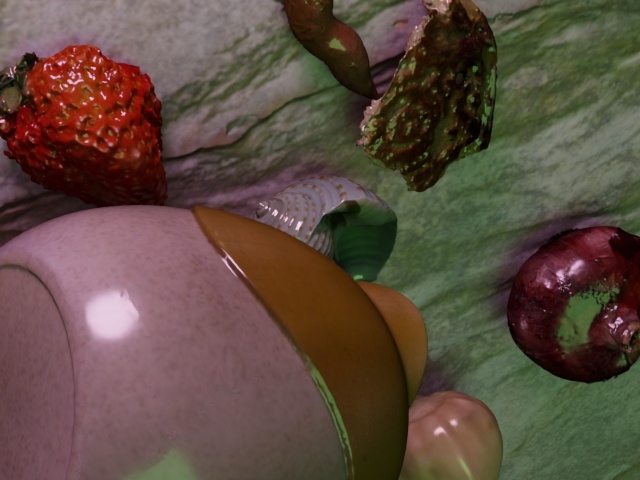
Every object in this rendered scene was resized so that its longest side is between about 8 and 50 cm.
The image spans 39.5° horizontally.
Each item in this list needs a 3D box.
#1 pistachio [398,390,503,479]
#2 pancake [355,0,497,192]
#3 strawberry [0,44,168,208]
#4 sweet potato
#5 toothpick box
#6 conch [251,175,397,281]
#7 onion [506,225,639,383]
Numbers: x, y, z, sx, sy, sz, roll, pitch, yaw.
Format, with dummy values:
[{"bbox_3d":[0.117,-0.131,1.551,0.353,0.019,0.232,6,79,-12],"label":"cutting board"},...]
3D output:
[{"bbox_3d":[0.192,0.348,1.390,0.194,0.214,0.318,-29,142,-9],"label":"pistachio"},{"bbox_3d":[0.152,-0.183,1.106,0.212,0.056,0.257,18,104,-41],"label":"pancake"},{"bbox_3d":[-0.229,-0.099,0.941,0.236,0.106,0.175,29,105,-38],"label":"strawberry"},{"bbox_3d":[0.008,-0.232,1.009,0.065,0.051,0.218,-27,132,10],"label":"sweet potato"},{"bbox_3d":[-0.127,0.167,0.890,0.425,0.409,0.408,11,116,-45],"label":"toothpick box"},{"bbox_3d":[-0.008,-0.007,1.105,0.172,0.131,0.200,-50,147,0],"label":"conch"},{"bbox_3d":[0.408,0.106,1.332,0.252,0.219,0.252,-9,115,-19],"label":"onion"}]
